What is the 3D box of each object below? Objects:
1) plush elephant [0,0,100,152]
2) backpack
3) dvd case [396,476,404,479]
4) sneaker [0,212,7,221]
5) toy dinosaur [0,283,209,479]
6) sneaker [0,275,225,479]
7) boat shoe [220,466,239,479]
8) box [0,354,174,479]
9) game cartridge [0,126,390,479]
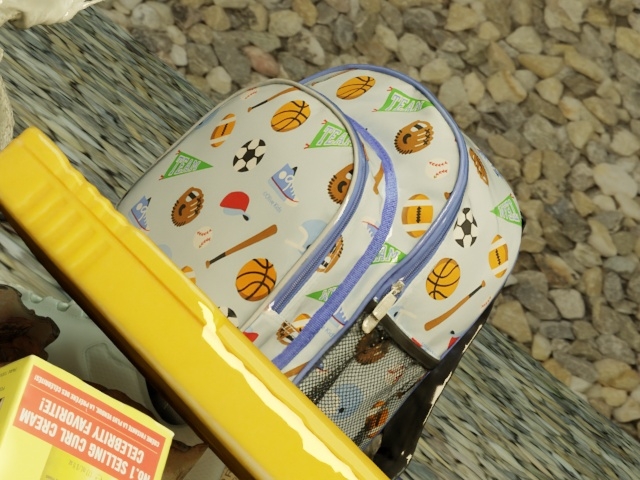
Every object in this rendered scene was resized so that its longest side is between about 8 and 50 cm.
[{"bbox_3d":[-0.302,-0.057,0.907,0.255,0.330,0.272,-14,-67,53],"label":"plush elephant"},{"bbox_3d":[0.000,0.000,1.140,0.276,0.263,0.213,43,-7,40],"label":"backpack"},{"bbox_3d":[0.028,0.238,1.483,0.180,0.022,0.253,38,9,-11],"label":"dvd case"},{"bbox_3d":[-0.318,-0.066,1.450,0.170,0.063,0.075,37,2,-40],"label":"sneaker"},{"bbox_3d":[-0.179,0.103,0.887,0.200,0.127,0.296,38,-7,1],"label":"toy dinosaur"},{"bbox_3d":[-0.172,0.088,1.101,0.297,0.129,0.111,41,11,17],"label":"sneaker"},{"bbox_3d":[-0.056,0.179,1.206,0.302,0.109,0.098,36,14,17],"label":"boat shoe"},{"bbox_3d":[-0.135,0.170,0.658,0.087,0.058,0.232,35,52,-28],"label":"box"},{"bbox_3d":[-0.047,0.092,0.883,0.324,0.052,0.285,47,-9,5],"label":"game cartridge"}]
